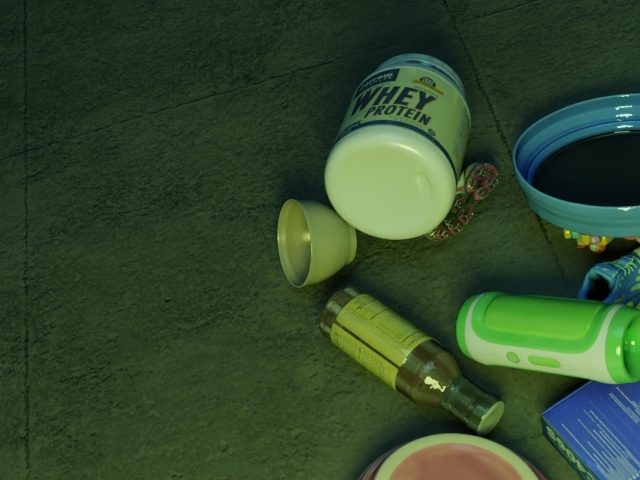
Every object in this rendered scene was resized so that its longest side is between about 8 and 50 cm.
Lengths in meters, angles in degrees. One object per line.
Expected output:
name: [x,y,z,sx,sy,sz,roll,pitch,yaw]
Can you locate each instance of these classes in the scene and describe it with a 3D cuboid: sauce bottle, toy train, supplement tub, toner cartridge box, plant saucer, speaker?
sauce bottle: [0.150,0.203,1.693,0.111,0.111,0.344,-42,56,-18]
toy train: [0.503,-0.011,1.782,0.125,0.046,0.166,-18,16,-19]
supplement tub: [0.151,-0.182,1.883,0.235,0.235,0.325,1,38,16]
toner cartridge box: [0.500,0.353,1.504,0.165,0.075,0.348,-32,51,-9]
plant saucer: [0.199,0.401,1.484,0.332,0.084,0.332,-1,39,1]
speaker: [0.365,0.151,1.613,0.296,0.131,0.131,3,51,44]

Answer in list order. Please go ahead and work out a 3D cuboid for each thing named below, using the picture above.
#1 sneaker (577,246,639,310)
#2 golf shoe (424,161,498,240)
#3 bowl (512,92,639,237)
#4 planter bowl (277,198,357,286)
sneaker: [0.506,0.068,1.690,0.091,0.126,0.240,31,66,32]
golf shoe: [0.254,-0.071,1.916,0.186,0.067,0.086,-46,20,-12]
bowl: [0.541,-0.136,1.808,0.391,0.077,0.391,-10,33,7]
planter bowl: [0.000,0.000,1.874,0.109,0.162,0.162,-6,47,-23]
